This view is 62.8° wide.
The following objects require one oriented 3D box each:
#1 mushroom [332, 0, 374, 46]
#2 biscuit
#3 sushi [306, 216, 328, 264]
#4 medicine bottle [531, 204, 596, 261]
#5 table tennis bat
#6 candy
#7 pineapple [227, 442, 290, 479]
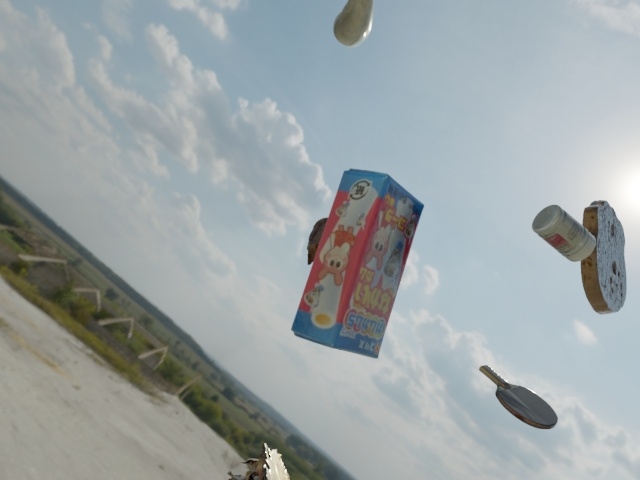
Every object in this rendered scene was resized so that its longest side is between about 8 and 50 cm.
[{"bbox_3d":[0.109,-0.664,1.520,0.270,0.103,0.118,128,-51,-67],"label":"mushroom"},{"bbox_3d":[0.639,0.040,1.189,0.049,0.257,0.273,-5,-16,40],"label":"biscuit"},{"bbox_3d":[0.000,0.000,1.146,0.052,0.120,0.055,-3,-51,17],"label":"sushi"},{"bbox_3d":[0.406,-0.012,0.877,0.091,0.058,0.058,36,-16,-14],"label":"medicine bottle"},{"bbox_3d":[0.474,0.376,1.276,0.130,0.019,0.220,1,26,-33],"label":"table tennis bat"},{"bbox_3d":[0.073,0.044,0.931,0.100,0.305,0.157,14,-9,38],"label":"candy"},{"bbox_3d":[-0.153,0.446,0.696,0.262,0.272,0.262,160,-90,-86],"label":"pineapple"}]
